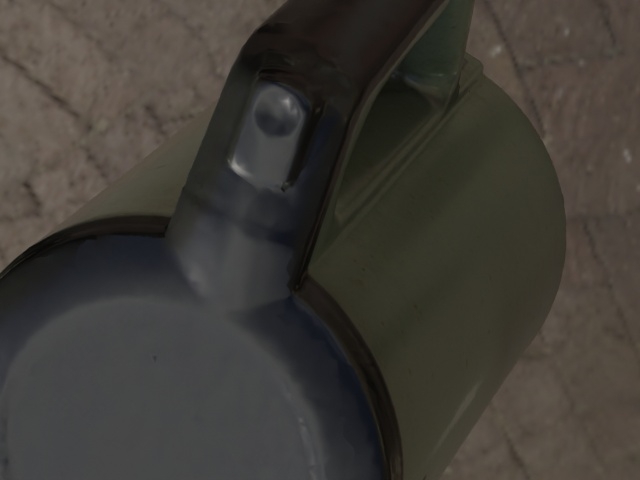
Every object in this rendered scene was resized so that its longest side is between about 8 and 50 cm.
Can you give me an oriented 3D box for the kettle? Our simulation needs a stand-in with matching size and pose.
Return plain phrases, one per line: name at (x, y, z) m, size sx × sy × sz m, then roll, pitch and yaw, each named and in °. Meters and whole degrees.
kettle at (0.000, 0.000, 0.908) m, size 0.250 × 0.377 × 0.361 m, roll 28°, pitch 113°, yaw 7°
